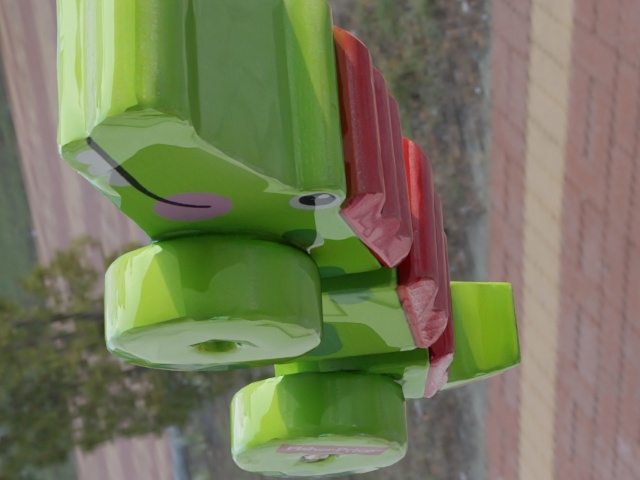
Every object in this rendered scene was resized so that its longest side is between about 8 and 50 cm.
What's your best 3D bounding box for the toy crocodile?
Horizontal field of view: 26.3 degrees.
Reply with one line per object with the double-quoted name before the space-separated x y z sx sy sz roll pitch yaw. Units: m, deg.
"toy crocodile" 0.000 0.000 0.463 0.340 0.105 0.115 58 -154 -63
